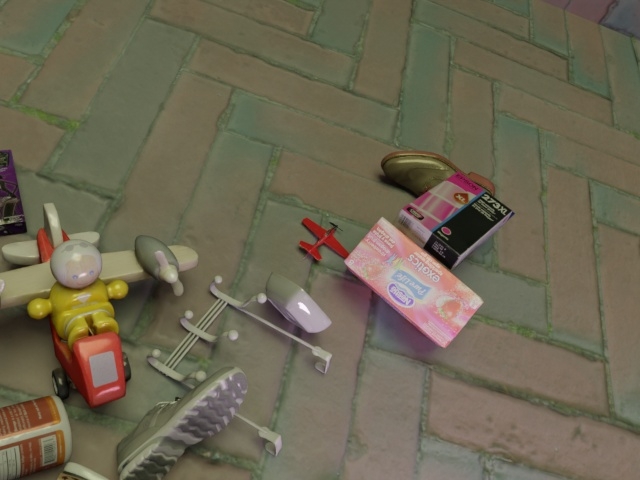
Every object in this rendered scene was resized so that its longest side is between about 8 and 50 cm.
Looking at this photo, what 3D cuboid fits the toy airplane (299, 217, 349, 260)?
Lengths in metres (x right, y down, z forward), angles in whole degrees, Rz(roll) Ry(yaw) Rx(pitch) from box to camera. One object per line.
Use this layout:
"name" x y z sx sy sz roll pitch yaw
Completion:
"toy airplane" 0.000 0.000 1.547 0.151 0.028 0.151 11 54 -15

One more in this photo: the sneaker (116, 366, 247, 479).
"sneaker" -0.262 0.316 1.124 0.281 0.105 0.115 -38 44 -10

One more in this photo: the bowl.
"bowl" -0.055 0.143 1.347 0.053 0.142 0.142 -49 125 -15

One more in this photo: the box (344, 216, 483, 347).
"box" 0.213 0.100 1.448 0.300 0.154 0.142 40 87 9

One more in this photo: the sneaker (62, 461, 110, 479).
"sneaker" -0.332 0.503 1.029 0.295 0.105 0.147 26 55 3

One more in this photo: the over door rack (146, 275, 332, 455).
"over door rack" -0.152 0.238 1.274 0.324 0.108 0.239 34 52 4

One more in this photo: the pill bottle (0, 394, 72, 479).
"pill bottle" -0.537 0.341 1.026 0.216 0.121 0.121 -7 59 -36

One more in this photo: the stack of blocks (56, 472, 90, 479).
"stack of blocks" -0.365 0.524 0.917 0.171 0.087 0.297 21 78 -13

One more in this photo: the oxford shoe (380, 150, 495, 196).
"oxford shoe" 0.330 -0.146 1.716 0.348 0.123 0.130 17 55 -9

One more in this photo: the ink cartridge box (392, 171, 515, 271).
"ink cartridge box" 0.350 -0.069 1.531 0.175 0.069 0.371 40 42 18

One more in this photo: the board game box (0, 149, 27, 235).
"board game box" -0.816 -0.084 1.290 0.346 0.056 0.208 -11 57 -27

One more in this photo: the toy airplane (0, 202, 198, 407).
"toy airplane" -0.464 0.074 1.163 0.384 0.272 0.386 27 48 -3
